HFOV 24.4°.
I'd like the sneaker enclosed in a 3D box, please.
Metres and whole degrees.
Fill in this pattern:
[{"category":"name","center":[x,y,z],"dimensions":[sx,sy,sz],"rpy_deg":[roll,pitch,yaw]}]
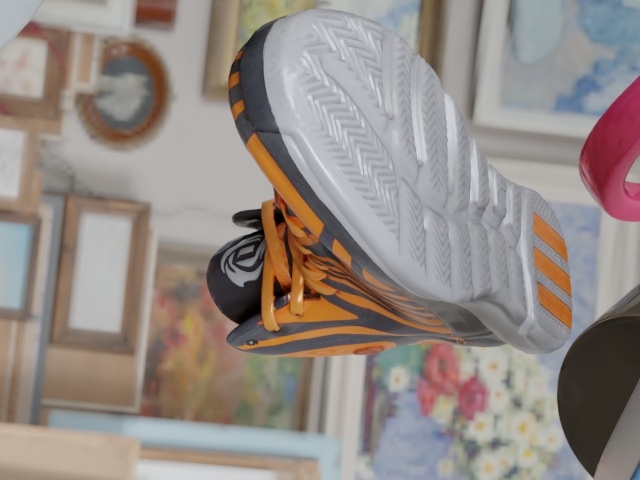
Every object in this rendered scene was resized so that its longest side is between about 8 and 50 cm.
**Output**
[{"category":"sneaker","center":[0.000,0.000,0.774],"dimensions":[0.321,0.180,0.125],"rpy_deg":[41,46,-52]}]

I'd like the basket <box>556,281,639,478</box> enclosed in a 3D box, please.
[{"category":"basket","center":[0.271,0.085,1.006],"dimensions":[0.154,0.227,0.204],"rpy_deg":[-16,-91,40]}]

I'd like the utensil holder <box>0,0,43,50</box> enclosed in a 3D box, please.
[{"category":"utensil holder","center":[-0.440,-0.354,1.304],"dimensions":[0.327,0.385,0.327],"rpy_deg":[-55,165,-22]}]

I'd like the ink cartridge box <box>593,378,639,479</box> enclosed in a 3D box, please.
[{"category":"ink cartridge box","center":[0.256,0.120,0.589],"dimensions":[0.197,0.270,0.198],"rpy_deg":[-47,159,-60]}]

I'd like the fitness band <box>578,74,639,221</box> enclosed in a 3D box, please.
[{"category":"fitness band","center":[0.348,-0.129,1.275],"dimensions":[0.291,0.209,0.054],"rpy_deg":[-47,-122,25]}]
